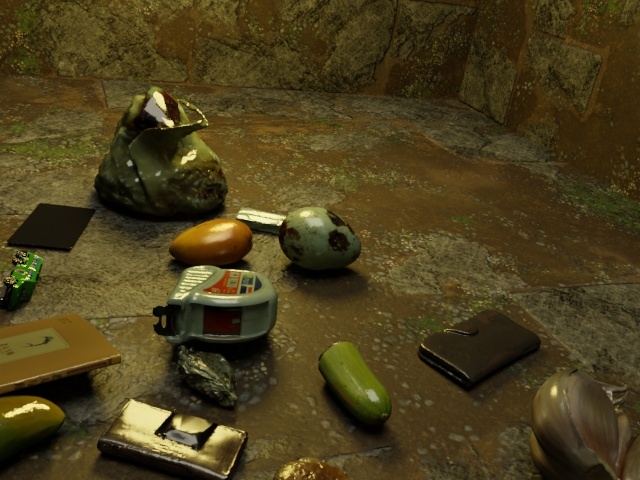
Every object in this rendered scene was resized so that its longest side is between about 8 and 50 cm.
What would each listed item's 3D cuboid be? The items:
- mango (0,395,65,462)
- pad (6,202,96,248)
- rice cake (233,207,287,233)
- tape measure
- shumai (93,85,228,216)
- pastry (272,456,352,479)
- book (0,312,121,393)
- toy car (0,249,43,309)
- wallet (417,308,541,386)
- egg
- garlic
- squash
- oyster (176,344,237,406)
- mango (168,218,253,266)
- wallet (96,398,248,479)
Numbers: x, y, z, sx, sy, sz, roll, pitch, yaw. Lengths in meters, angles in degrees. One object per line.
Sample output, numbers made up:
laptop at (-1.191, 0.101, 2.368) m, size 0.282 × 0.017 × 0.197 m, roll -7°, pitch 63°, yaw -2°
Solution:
mango at (-0.524, 0.307, 1.066) m, size 0.122 × 0.085 × 0.191 m, roll 10°, pitch 13°, yaw 38°
pad at (-0.717, -0.041, 1.772) m, size 0.160 × 0.009 × 0.265 m, roll 6°, pitch 25°, yaw -6°
rice cake at (-0.144, -0.054, 1.954) m, size 0.226 × 0.040 × 0.085 m, roll 10°, pitch 26°, yaw 1°
tape measure at (-0.217, 0.145, 1.419) m, size 0.246 × 0.125 × 0.243 m, roll 6°, pitch 15°, yaw -5°
shumai at (-0.474, -0.276, 1.955) m, size 0.396 × 0.347 × 0.395 m, roll 4°, pitch 25°, yaw -2°
pastry at (-0.010, 0.409, 1.030) m, size 0.154 × 0.081 × 0.153 m, roll 9°, pitch 22°, yaw -4°
book at (-0.597, 0.218, 1.198) m, size 0.389 × 0.032 × 0.269 m, roll -10°, pitch 18°, yaw -34°
toy car at (-0.666, 0.089, 1.463) m, size 0.063 × 0.071 × 0.165 m, roll 16°, pitch 23°, yaw -19°
wallet at (0.375, 0.243, 1.541) m, size 0.310 × 0.042 × 0.165 m, roll -15°, pitch 37°, yaw -40°
egg at (0.000, 0.000, 1.759) m, size 0.231 × 0.169 × 0.169 m, roll 19°, pitch 24°, yaw -14°
garlic at (0.496, 0.355, 1.183) m, size 0.238 × 0.210 × 0.292 m, roll 8°, pitch 34°, yaw 11°
squash at (0.072, 0.292, 1.289) m, size 0.095 × 0.095 × 0.188 m, roll -4°, pitch 33°, yaw -27°
oyster at (-0.224, 0.258, 1.292) m, size 0.125 × 0.064 × 0.177 m, roll 15°, pitch 13°, yaw -22°
mango at (-0.284, 0.010, 1.714) m, size 0.220 × 0.112 × 0.145 m, roll -13°, pitch 33°, yaw -18°
wallet at (-0.249, 0.344, 1.125) m, size 0.230 × 0.042 × 0.124 m, roll 12°, pitch 29°, yaw 8°
